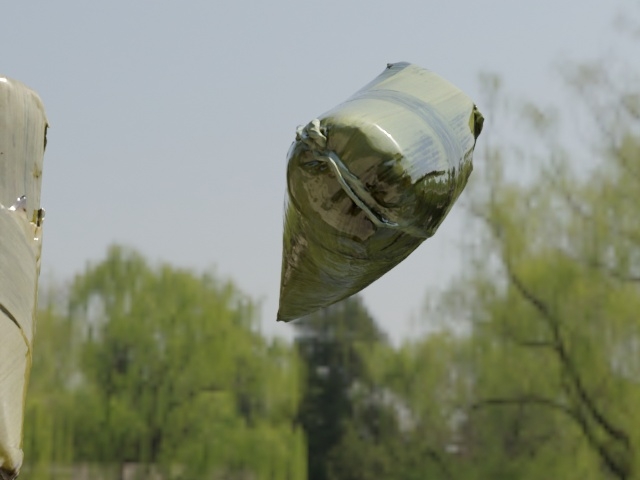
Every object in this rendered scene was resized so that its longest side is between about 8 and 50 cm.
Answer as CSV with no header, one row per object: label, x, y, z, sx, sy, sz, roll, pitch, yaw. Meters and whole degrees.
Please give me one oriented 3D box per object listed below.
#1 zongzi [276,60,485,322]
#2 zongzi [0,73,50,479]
zongzi,0.000,0.000,0.542,0.113,0.052,0.104,-51,-8,23
zongzi,-0.151,0.006,0.759,0.078,0.160,0.176,18,4,-38
